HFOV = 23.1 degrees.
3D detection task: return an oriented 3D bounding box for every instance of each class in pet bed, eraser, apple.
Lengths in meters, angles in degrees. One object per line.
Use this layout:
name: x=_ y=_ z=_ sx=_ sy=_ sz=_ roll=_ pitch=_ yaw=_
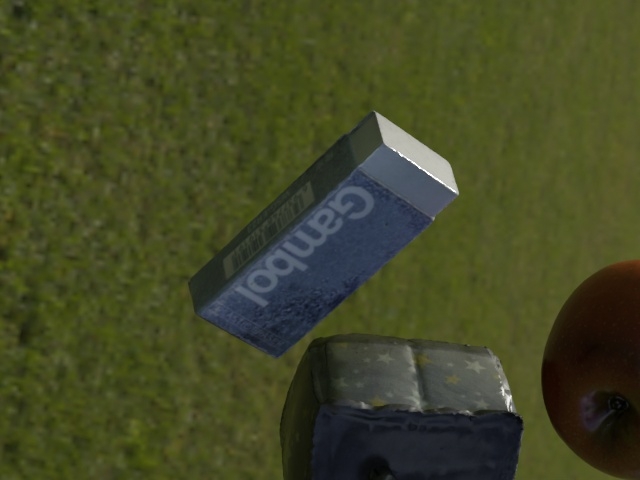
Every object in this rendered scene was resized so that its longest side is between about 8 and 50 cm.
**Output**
pet bed: x=0.074 y=0.197 z=1.455 sx=0.159 sy=0.211 sz=0.183 roll=-97 pitch=-160 yaw=-48
eraser: x=0.000 y=0.000 z=1.201 sx=0.092 sy=0.212 sz=0.046 roll=31 pitch=29 yaw=-32
apple: x=0.281 y=0.111 z=1.365 sx=0.168 sy=0.181 sz=0.181 roll=-33 pitch=131 yaw=-48
